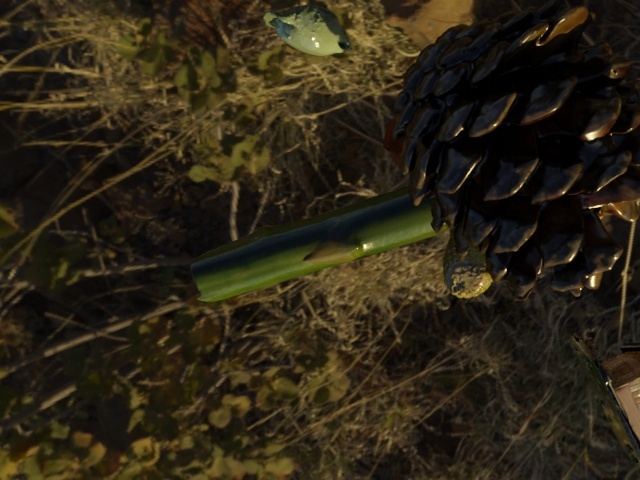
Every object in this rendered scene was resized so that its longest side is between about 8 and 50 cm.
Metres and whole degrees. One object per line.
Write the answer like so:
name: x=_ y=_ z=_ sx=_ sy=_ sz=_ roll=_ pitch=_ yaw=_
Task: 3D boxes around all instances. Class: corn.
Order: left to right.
corn: x=0.247 y=0.010 z=1.238 sx=0.097 sy=0.320 sz=0.097 roll=5 pitch=108 yaw=14

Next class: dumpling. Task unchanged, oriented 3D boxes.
dumpling: x=-0.026 y=-0.475 z=1.702 sx=0.108 sy=0.219 sz=0.152 roll=-55 pitch=40 yaw=21

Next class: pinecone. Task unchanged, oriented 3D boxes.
pinecone: x=0.149 y=-0.061 z=0.552 sx=0.179 sy=0.184 sz=0.204 roll=-32 pitch=72 yaw=13

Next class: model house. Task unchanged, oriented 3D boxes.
model house: x=0.642 y=0.304 z=1.540 sx=0.154 sy=0.207 sz=0.294 roll=-27 pitch=103 yaw=8

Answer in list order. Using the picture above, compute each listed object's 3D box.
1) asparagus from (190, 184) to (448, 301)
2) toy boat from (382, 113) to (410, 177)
asparagus: x=0.001 y=0.002 z=0.795 sx=0.278 sy=0.060 sz=0.067 roll=-16 pitch=51 yaw=11
toy boat: x=0.208 y=-0.144 z=1.224 sx=0.133 sy=0.332 sz=0.145 roll=39 pitch=88 yaw=-20
